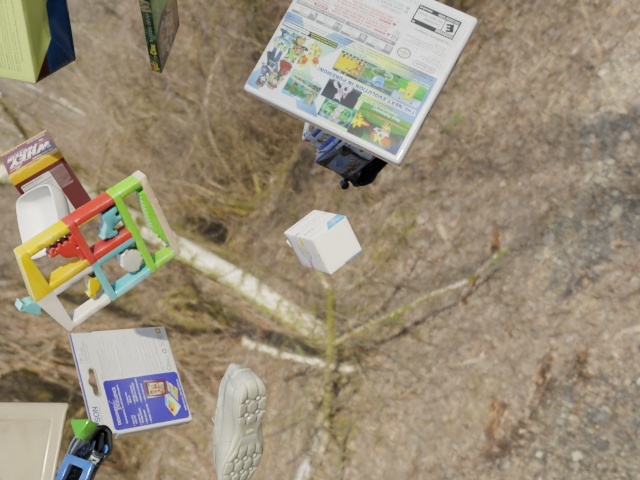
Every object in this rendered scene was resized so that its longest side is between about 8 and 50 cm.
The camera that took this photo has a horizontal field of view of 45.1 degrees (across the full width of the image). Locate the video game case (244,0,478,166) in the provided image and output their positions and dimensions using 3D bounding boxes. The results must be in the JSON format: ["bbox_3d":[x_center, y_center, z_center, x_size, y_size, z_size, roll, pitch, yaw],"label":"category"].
[{"bbox_3d":[0.071,-0.333,1.405,0.300,0.329,0.036,-61,-14,-4],"label":"video game case"}]

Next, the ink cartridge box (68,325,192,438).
[{"bbox_3d":[-0.540,0.394,2.159,0.072,0.307,0.304,-42,60,40],"label":"ink cartridge box"}]

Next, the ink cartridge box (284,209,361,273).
[{"bbox_3d":[0.000,0.000,1.634,0.092,0.090,0.143,-37,24,-20],"label":"ink cartridge box"}]

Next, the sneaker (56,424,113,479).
[{"bbox_3d":[-0.479,0.463,1.531,0.121,0.079,0.217,-37,32,40],"label":"sneaker"}]

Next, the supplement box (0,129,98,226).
[{"bbox_3d":[-0.667,-0.138,1.901,0.129,0.194,0.191,-33,34,-12],"label":"supplement box"}]

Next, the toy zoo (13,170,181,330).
[{"bbox_3d":[-0.396,0.032,1.341,0.293,0.192,0.030,-37,46,-22],"label":"toy zoo"}]

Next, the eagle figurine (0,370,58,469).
[{"bbox_3d":[-0.721,0.464,1.622,0.226,0.298,0.225,-18,21,9],"label":"eagle figurine"}]

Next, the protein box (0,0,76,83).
[{"bbox_3d":[-0.596,-0.425,1.447,0.136,0.201,0.200,-59,-24,-53],"label":"protein box"}]

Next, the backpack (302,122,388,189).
[{"bbox_3d":[0.095,-0.304,1.809,0.263,0.213,0.276,-26,49,45],"label":"backpack"}]

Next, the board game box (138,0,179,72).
[{"bbox_3d":[-0.331,-0.475,1.594,0.260,0.030,0.136,106,-179,-68],"label":"board game box"}]

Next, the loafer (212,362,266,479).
[{"bbox_3d":[-0.191,0.426,1.749,0.111,0.112,0.319,36,121,47],"label":"loafer"}]

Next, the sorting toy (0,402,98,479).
[{"bbox_3d":[-0.552,0.397,1.422,0.347,0.047,0.196,-4,64,19],"label":"sorting toy"}]

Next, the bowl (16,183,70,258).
[{"bbox_3d":[-0.570,-0.040,1.613,0.142,0.053,0.142,-18,84,36],"label":"bowl"}]
